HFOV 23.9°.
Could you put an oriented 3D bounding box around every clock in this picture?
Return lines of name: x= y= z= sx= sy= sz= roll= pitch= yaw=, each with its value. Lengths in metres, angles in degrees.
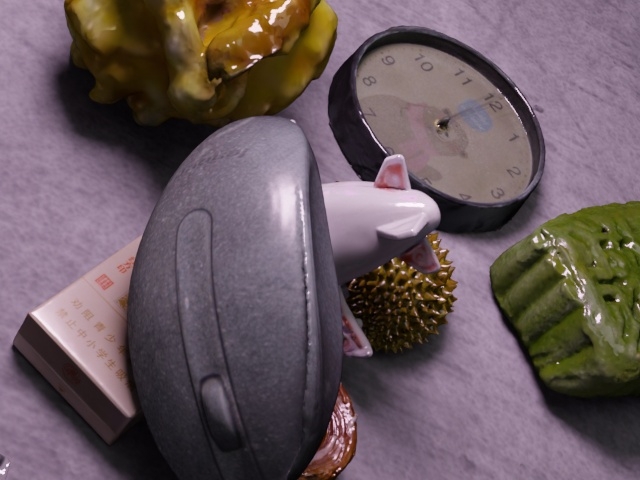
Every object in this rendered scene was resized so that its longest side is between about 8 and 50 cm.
clock: x=0.143 y=-0.137 z=1.806 sx=0.280 sy=0.055 sz=0.281 roll=16 pitch=50 yaw=-20

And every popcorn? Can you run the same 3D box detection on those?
popcorn: x=-0.129 y=-0.274 z=1.594 sx=0.326 sy=0.290 sz=0.321 roll=50 pitch=35 yaw=13

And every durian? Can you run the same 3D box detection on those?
durian: x=0.074 y=0.012 z=1.619 sx=0.146 sy=0.102 sz=0.208 roll=-12 pitch=60 yaw=-31

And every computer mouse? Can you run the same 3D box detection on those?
computer mouse: x=-0.081 y=0.047 z=1.339 sx=0.114 sy=0.203 sz=0.374 roll=37 pitch=42 yaw=-50

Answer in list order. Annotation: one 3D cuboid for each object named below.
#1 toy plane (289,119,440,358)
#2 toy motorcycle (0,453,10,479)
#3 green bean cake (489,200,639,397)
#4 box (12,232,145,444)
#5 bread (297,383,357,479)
toy plane: x=0.001 y=-0.001 z=1.496 sx=0.252 sy=0.252 sz=0.118 roll=41 pitch=28 yaw=2
toy motorcycle: x=-0.319 y=0.228 z=1.224 sx=0.225 sy=0.073 sz=0.152 roll=28 pitch=48 yaw=-9
green bean cake: x=0.329 y=0.072 z=1.709 sx=0.248 sy=0.125 sz=0.222 roll=-9 pitch=62 yaw=-36
box: x=-0.172 y=0.082 z=1.437 sx=0.141 sy=0.058 sz=0.201 roll=44 pitch=46 yaw=5
bread: x=-0.047 y=0.178 z=1.431 sx=0.160 sy=0.073 sz=0.160 roll=18 pitch=51 yaw=-23
